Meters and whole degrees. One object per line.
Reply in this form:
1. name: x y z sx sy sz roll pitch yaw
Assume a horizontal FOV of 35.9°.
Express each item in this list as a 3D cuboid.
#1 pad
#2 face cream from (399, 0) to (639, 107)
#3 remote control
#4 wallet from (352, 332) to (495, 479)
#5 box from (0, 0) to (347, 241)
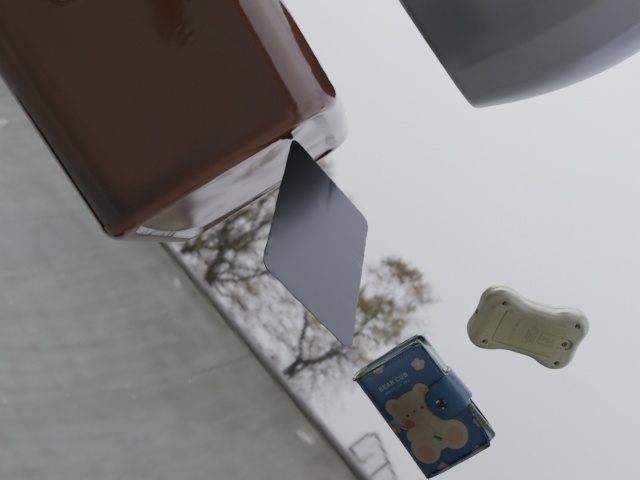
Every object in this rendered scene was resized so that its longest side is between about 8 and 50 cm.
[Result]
1. pad: 0.000 0.000 0.797 0.112 0.003 0.157 47 33 -28
2. face cream: 0.252 -0.298 0.957 0.219 0.357 0.312 48 14 -33
3. remote control: 0.216 0.090 1.030 0.122 0.074 0.032 18 25 -13
4. wallet: 0.163 0.254 1.516 0.202 0.141 0.059 54 20 -2
5. box: -0.124 -0.147 0.905 0.229 0.239 0.339 58 3 2
